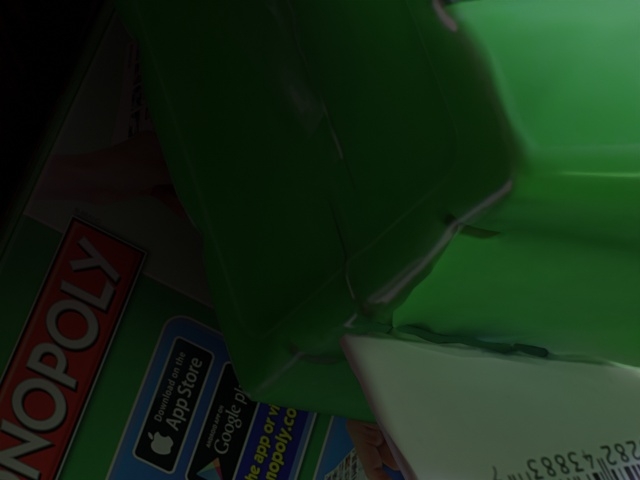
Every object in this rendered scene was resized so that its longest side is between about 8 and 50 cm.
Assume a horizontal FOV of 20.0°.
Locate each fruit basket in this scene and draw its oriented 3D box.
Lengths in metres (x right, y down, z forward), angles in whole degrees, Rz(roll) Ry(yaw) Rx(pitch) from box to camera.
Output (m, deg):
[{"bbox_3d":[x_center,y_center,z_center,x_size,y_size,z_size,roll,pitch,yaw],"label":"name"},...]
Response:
[{"bbox_3d":[0.109,-0.069,0.500,0.353,0.165,0.327,-1,63,-43],"label":"fruit basket"}]

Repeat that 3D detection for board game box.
[{"bbox_3d":[0.015,0.026,0.498,0.046,0.213,0.317,-48,-161,52],"label":"board game box"}]
